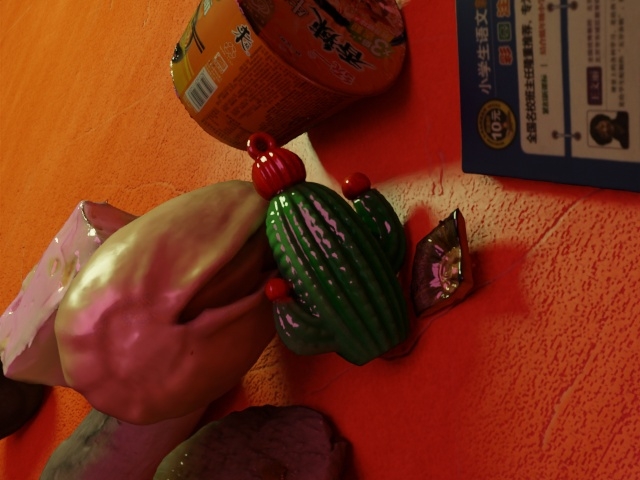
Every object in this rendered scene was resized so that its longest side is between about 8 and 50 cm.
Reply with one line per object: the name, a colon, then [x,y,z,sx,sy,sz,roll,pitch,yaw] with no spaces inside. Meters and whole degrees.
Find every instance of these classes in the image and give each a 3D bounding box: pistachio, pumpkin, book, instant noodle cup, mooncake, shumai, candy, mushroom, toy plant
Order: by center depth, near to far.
book: [0.266,-0.176,0.640,0.428,0.039,0.299,14,113,49]
pumpkin: [0.118,0.023,0.823,0.101,0.035,0.073,134,133,-57]
toy plant: [0.013,0.005,0.861,0.088,0.155,0.240,132,133,-62]
shumai: [-0.061,0.260,0.877,0.201,0.201,0.120,15,127,49]
pistachio: [-0.131,0.054,0.909,0.214,0.318,0.193,-20,105,39]
instant noodle cup: [-0.046,-0.212,0.967,0.182,0.230,0.230,-37,50,46]
mushroom: [-0.260,0.258,1.086,0.397,0.126,0.177,-56,33,18]
candy: [-0.310,0.082,1.180,0.265,0.156,0.115,-49,42,23]
mooncake: [-0.518,0.226,1.347,0.104,0.175,0.168,56,158,39]
